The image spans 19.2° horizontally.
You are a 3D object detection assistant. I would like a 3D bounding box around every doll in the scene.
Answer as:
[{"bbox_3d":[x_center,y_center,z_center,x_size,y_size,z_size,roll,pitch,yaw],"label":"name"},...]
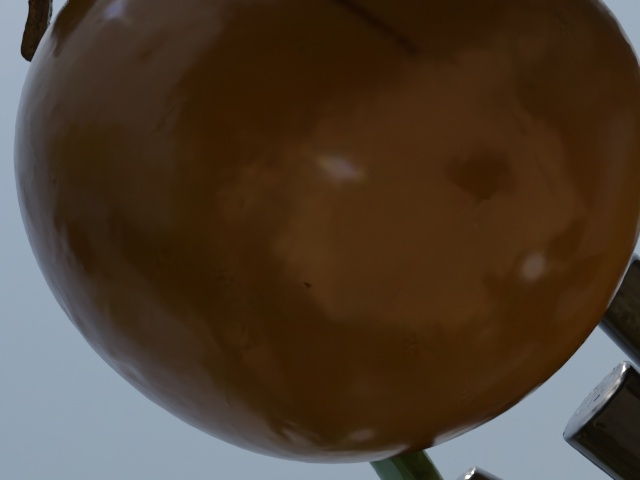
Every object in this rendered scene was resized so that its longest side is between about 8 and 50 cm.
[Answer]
[{"bbox_3d":[0.000,0.000,0.661,0.213,0.213,0.236,-30,-41,-34],"label":"doll"}]

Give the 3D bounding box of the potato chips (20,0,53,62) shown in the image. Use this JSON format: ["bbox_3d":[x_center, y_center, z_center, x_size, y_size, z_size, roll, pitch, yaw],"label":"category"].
[{"bbox_3d":[-0.245,-0.256,1.651,0.037,0.026,0.204,-66,-14,-62],"label":"potato chips"}]

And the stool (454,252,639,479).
[{"bbox_3d":[0.252,0.135,1.179,0.310,0.226,0.310,-50,-1,-30],"label":"stool"}]
